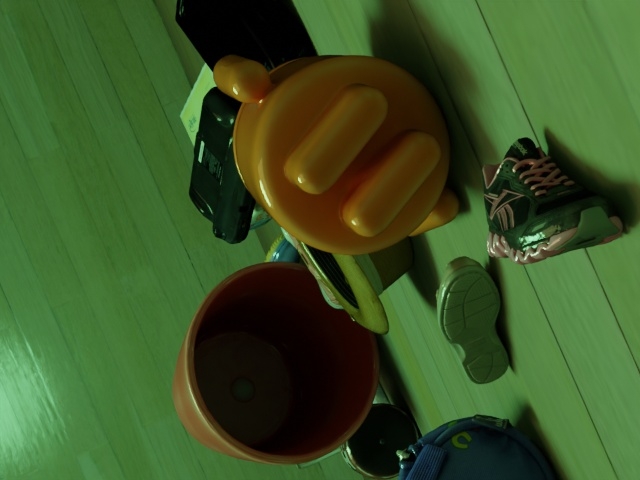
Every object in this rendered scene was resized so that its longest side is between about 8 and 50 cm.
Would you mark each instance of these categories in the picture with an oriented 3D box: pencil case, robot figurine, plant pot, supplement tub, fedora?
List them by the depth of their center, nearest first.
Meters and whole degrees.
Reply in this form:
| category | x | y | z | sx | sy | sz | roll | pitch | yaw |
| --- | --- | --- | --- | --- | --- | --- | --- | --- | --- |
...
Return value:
| category | x | y | z | sx | sy | sz | roll | pitch | yaw |
| --- | --- | --- | --- | --- | --- | --- | --- | --- | --- |
| robot figurine | 0.010 | -0.060 | 0.683 | 0.219 | 0.158 | 0.128 | -138 | 48 | -74 |
| pencil case | 0.116 | 0.230 | 0.861 | 0.133 | 0.119 | 0.306 | 35 | 165 | 13 |
| fedora | 0.028 | -0.010 | 0.927 | 0.194 | 0.079 | 0.194 | 56 | 170 | 15 |
| plant pot | -0.085 | 0.190 | 1.427 | 0.274 | 0.275 | 0.243 | 65 | 153 | 9 |
| supplement tub | 0.081 | 0.291 | 1.468 | 0.198 | 0.106 | 0.106 | 98 | 148 | -77 |

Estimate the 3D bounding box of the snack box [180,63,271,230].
| category | x | y | z | sx | sy | sz | roll | pitch | yaw |
| --- | --- | --- | --- | --- | --- | --- | --- | --- | --- |
| snack box | -0.090 | -0.129 | 1.257 | 0.187 | 0.060 | 0.322 | 66 | 160 | 4 |

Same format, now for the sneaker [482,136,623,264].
| category | x | y | z | sx | sy | sz | roll | pitch | yaw |
| --- | --- | --- | --- | --- | --- | --- | --- | --- | --- |
| sneaker | 0.101 | -0.020 | 0.475 | 0.119 | 0.047 | 0.057 | -174 | 72 | -81 |

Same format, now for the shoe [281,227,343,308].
| category | x | y | z | sx | sy | sz | roll | pitch | yaw |
| --- | --- | --- | --- | --- | --- | --- | --- | --- | --- |
| shoe | 0.000 | 0.000 | 1.310 | 0.178 | 0.064 | 0.081 | 61 | 168 | 19 |

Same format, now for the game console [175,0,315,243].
| category | x | y | z | sx | sy | sz | roll | pitch | yaw |
| --- | --- | --- | --- | --- | --- | --- | --- | --- | --- |
| game console | -0.101 | -0.142 | 1.118 | 0.213 | 0.044 | 0.361 | 55 | 149 | 26 |

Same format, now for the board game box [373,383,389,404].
| category | x | y | z | sx | sy | sz | roll | pitch | yaw |
| --- | --- | --- | --- | --- | --- | --- | --- | --- | --- |
| board game box | 0.096 | 0.264 | 1.626 | 0.090 | 0.020 | 0.090 | 77 | 168 | -62 |

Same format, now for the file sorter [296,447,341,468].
| category | x | y | z | sx | sy | sz | roll | pitch | yaw |
| --- | --- | --- | --- | --- | --- | --- | --- | --- | --- |
| file sorter | -0.024 | 0.291 | 2.046 | 0.193 | 0.173 | 0.277 | 83 | 163 | -67 |

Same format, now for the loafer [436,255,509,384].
| category | x | y | z | sx | sy | sz | roll | pitch | yaw |
| --- | --- | --- | --- | --- | --- | --- | --- | --- | --- |
| loafer | 0.102 | 0.052 | 0.711 | 0.039 | 0.045 | 0.125 | -110 | -1 | -46 |

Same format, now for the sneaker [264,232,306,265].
| category | x | y | z | sx | sy | sz | roll | pitch | yaw |
| --- | --- | --- | --- | --- | --- | --- | --- | --- | --- |
| sneaker | 0.002 | 0.091 | 1.535 | 0.131 | 0.112 | 0.296 | 38 | 158 | 31 |
